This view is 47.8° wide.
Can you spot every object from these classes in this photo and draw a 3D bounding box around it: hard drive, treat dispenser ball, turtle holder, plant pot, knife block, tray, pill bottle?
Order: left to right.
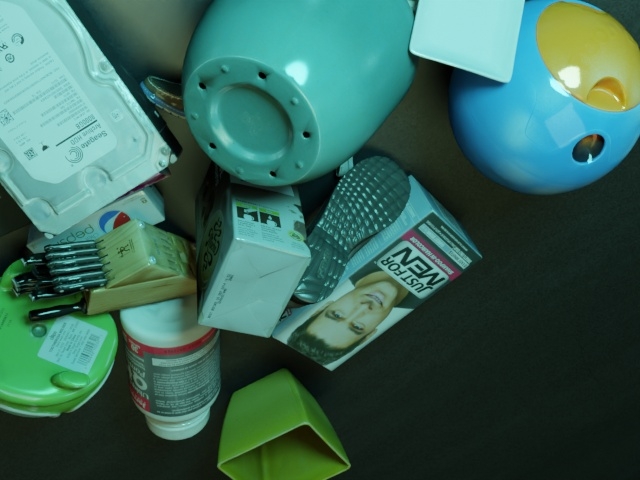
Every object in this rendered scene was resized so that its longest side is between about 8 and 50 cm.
[{"bbox_3d":[-0.530,-0.065,1.152,0.094,0.022,0.135,-23,131,4],"label":"hard drive"},{"bbox_3d":[-0.518,0.189,1.229,0.320,0.244,0.227,-2,151,-27],"label":"turtle holder"},{"bbox_3d":[-0.380,-0.195,0.983,0.236,0.064,0.339,-29,111,10],"label":"hard drive"},{"bbox_3d":[-0.352,0.066,1.199,0.242,0.088,0.275,-27,159,14],"label":"knife block"},{"bbox_3d":[-0.276,0.228,1.362,0.176,0.176,0.319,-4,130,-11],"label":"pill bottle"},{"bbox_3d":[-0.088,0.406,1.554,0.212,0.187,0.212,-27,131,10],"label":"plant pot"},{"bbox_3d":[-0.042,-0.209,0.938,0.292,0.235,0.293,14,135,15],"label":"plant pot"},{"bbox_3d":[0.208,-0.350,0.980,0.145,0.271,0.030,15,167,-8],"label":"tray"},{"bbox_3d":[0.336,-0.212,1.081,0.288,0.288,0.288,-7,131,-9],"label":"treat dispenser ball"}]

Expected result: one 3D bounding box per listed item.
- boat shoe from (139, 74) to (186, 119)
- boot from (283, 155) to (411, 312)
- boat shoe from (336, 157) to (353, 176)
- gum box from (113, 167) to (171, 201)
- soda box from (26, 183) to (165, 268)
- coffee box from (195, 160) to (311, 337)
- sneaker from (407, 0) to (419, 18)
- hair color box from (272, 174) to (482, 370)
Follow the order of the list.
[{"bbox_3d":[-0.182,-0.218,1.094,0.183,0.066,0.066,15,120,-37],"label":"boat shoe"},{"bbox_3d":[0.000,0.000,1.248,0.118,0.338,0.222,48,150,-5],"label":"boot"},{"bbox_3d":[0.034,-0.148,1.223,0.035,0.035,0.100,-15,138,-6],"label":"boat shoe"},{"bbox_3d":[-0.340,-0.111,1.103,0.188,0.062,0.107,-24,92,6],"label":"gum box"},{"bbox_3d":[-0.368,-0.034,1.190,0.216,0.069,0.074,-24,132,7],"label":"soda box"},{"bbox_3d":[-0.114,-0.021,1.116,0.118,0.297,0.168,14,125,-21],"label":"coffee box"},{"bbox_3d":[0.156,-0.340,1.036,0.290,0.123,0.106,-24,129,5],"label":"sneaker"},{"bbox_3d":[0.091,0.071,1.354,0.374,0.114,0.185,-39,132,16],"label":"hair color box"}]
